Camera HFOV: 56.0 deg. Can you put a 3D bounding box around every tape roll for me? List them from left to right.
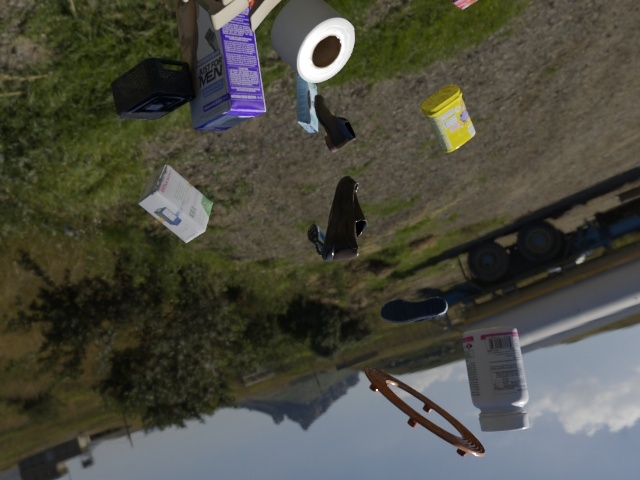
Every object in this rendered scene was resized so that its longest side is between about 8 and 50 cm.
[{"bbox_3d":[-0.026,-0.695,2.079,0.246,0.169,0.246,-29,149,-19],"label":"tape roll"}]

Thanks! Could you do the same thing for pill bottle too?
[{"bbox_3d":[0.508,0.398,1.737,0.160,0.283,0.160,-5,166,-1],"label":"pill bottle"}]

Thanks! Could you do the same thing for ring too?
[{"bbox_3d":[0.243,0.414,1.447,0.032,0.336,0.336,-58,167,1],"label":"ring"}]

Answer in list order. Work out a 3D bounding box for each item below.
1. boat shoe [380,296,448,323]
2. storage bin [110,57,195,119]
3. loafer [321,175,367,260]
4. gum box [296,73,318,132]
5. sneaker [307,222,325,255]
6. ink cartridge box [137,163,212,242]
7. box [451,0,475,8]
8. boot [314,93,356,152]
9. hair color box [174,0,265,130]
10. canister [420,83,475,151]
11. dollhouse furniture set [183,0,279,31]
[{"bbox_3d":[0.255,0.195,1.626,0.183,0.066,0.066,-7,159,20],"label":"boat shoe"},{"bbox_3d":[-0.397,-0.354,1.425,0.180,0.085,0.122,-16,176,40],"label":"storage bin"},{"bbox_3d":[0.056,-0.039,1.218,0.078,0.220,0.080,13,141,-1],"label":"loafer"},{"bbox_3d":[-0.049,-0.512,2.242,0.041,0.185,0.157,-2,175,15],"label":"gum box"},{"bbox_3d":[0.000,0.000,2.517,0.063,0.162,0.073,-39,150,28],"label":"sneaker"},{"bbox_3d":[-0.468,-0.122,1.959,0.093,0.154,0.212,-29,125,26],"label":"ink cartridge box"},{"bbox_3d":[0.465,-0.768,1.662,0.256,0.123,0.128,-26,180,28],"label":"box"},{"bbox_3d":[0.054,-0.440,2.185,0.106,0.219,0.082,-18,-176,31],"label":"boot"},{"bbox_3d":[-0.243,-0.450,1.430,0.110,0.339,0.185,-6,178,-40],"label":"hair color box"},{"bbox_3d":[0.393,-0.370,1.839,0.126,0.170,0.073,-35,-145,-2],"label":"canister"},{"bbox_3d":[-0.142,-0.419,0.822,0.135,0.262,0.259,-47,177,-8],"label":"dollhouse furniture set"}]
